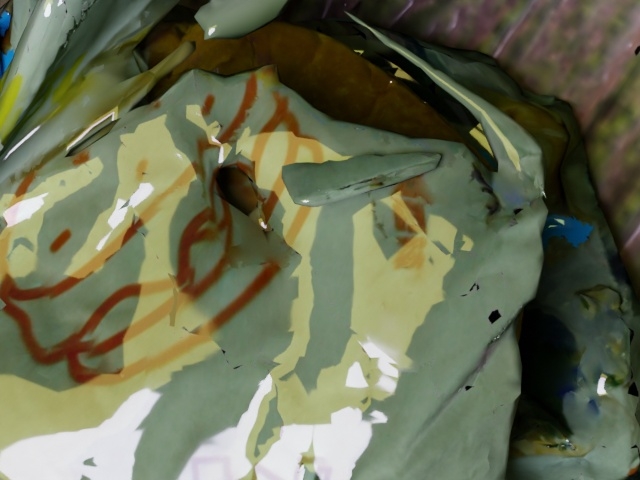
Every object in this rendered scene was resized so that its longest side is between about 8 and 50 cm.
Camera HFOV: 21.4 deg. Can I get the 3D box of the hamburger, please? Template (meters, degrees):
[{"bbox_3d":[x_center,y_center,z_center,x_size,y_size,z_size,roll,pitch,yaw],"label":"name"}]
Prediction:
[{"bbox_3d":[-0.016,0.010,0.546,0.276,0.150,0.260,-21,76,-14],"label":"hamburger"}]
